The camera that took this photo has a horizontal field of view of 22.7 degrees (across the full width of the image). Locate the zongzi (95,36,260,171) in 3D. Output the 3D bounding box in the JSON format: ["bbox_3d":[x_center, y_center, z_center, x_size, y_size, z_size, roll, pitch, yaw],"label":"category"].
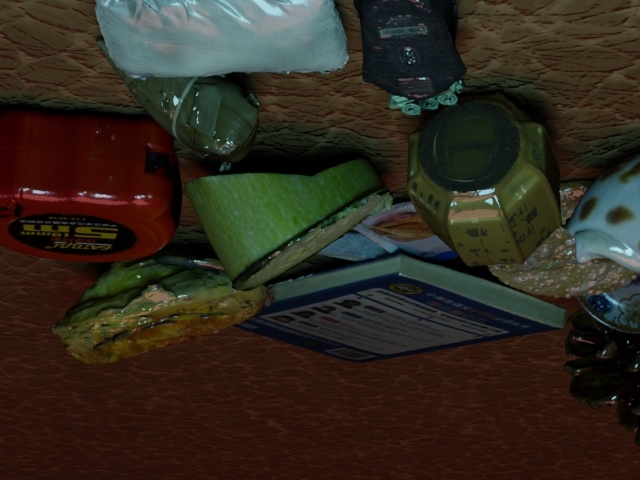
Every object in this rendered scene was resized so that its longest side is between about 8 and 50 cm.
[{"bbox_3d":[-0.147,-0.146,1.639,0.178,0.081,0.189,31,176,0],"label":"zongzi"}]

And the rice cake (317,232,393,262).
[{"bbox_3d":[0.000,0.000,1.996,0.211,0.034,0.043,9,166,-16],"label":"rice cake"}]

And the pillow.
[{"bbox_3d":[-0.091,-0.193,1.482,0.229,0.051,0.128,0,151,5],"label":"pillow"}]

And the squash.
[{"bbox_3d":[-0.028,-0.041,1.796,0.220,0.133,0.220,-23,172,-4],"label":"squash"}]

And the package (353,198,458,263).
[{"bbox_3d":[0.146,-0.016,1.933,0.171,0.027,0.173,-19,146,30],"label":"package"}]

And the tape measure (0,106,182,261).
[{"bbox_3d":[-0.281,-0.060,1.773,0.253,0.114,0.260,4,162,-4],"label":"tape measure"}]

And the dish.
[{"bbox_3d":[0.394,0.037,2.001,0.141,0.078,0.141,17,128,23],"label":"dish"}]

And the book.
[{"bbox_3d":[0.082,0.102,2.188,0.300,0.039,0.428,19,159,-35],"label":"book"}]

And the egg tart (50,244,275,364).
[{"bbox_3d":[-0.211,0.072,2.101,0.297,0.132,0.297,-10,164,-3],"label":"egg tart"}]

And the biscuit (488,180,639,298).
[{"bbox_3d":[0.301,0.002,1.905,0.220,0.033,0.220,1,141,1],"label":"biscuit"}]

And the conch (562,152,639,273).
[{"bbox_3d":[0.411,-0.029,1.718,0.275,0.182,0.148,4,128,-20],"label":"conch"}]

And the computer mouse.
[{"bbox_3d":[0.082,-0.195,1.466,0.099,0.057,0.172,-1,147,13],"label":"computer mouse"}]

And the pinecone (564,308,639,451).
[{"bbox_3d":[0.455,0.177,2.125,0.309,0.244,0.244,18,154,-30],"label":"pinecone"}]

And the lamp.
[{"bbox_3d":[0.173,-0.061,1.664,0.161,0.161,0.185,-3,160,14],"label":"lamp"}]

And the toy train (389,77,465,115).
[{"bbox_3d":[0.102,-0.154,1.595,0.083,0.033,0.053,-13,149,34],"label":"toy train"}]
